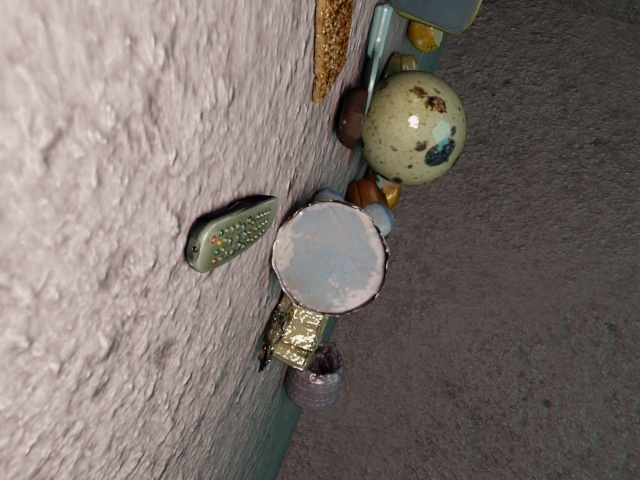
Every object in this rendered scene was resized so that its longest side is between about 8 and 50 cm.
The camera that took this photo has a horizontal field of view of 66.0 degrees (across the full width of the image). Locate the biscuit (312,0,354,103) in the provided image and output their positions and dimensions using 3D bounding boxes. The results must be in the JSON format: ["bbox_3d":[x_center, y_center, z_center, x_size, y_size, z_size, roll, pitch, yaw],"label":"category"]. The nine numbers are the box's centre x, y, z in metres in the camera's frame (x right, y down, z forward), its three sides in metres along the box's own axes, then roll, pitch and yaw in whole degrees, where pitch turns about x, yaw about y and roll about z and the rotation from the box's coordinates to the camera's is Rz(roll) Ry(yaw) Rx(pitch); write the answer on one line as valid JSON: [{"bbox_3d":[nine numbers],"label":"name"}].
[{"bbox_3d":[0.023,-0.336,0.776,0.231,0.025,0.131,94,19,-61],"label":"biscuit"}]

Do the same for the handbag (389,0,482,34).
[{"bbox_3d":[0.282,-0.614,1.060,0.241,0.222,0.263,-66,172,-45],"label":"handbag"}]

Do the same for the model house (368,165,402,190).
[{"bbox_3d":[0.238,-0.294,1.661,0.172,0.166,0.183,-115,-159,-50],"label":"model house"}]

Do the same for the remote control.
[{"bbox_3d":[-0.110,-0.018,0.660,0.222,0.042,0.072,-43,152,-67],"label":"remote control"}]

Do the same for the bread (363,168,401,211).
[{"bbox_3d":[0.246,-0.189,1.970,0.344,0.148,0.195,65,47,-77],"label":"bread"}]

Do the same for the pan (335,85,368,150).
[{"bbox_3d":[0.057,-0.251,1.068,0.202,0.048,0.128,117,-14,-73],"label":"pan"}]

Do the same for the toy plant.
[{"bbox_3d":[0.045,0.005,1.084,0.332,0.247,0.247,-46,155,-75],"label":"toy plant"}]

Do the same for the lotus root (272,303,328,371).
[{"bbox_3d":[-0.049,0.223,1.300,0.138,0.119,0.235,89,22,-65],"label":"lotus root"}]

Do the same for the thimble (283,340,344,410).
[{"bbox_3d":[-0.015,0.476,1.768,0.236,0.205,0.172,-48,156,-63],"label":"thimble"}]

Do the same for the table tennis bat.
[{"bbox_3d":[0.113,-0.390,1.083,0.153,0.040,0.244,-88,-171,-60],"label":"table tennis bat"}]

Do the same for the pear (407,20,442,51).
[{"bbox_3d":[0.322,-0.662,1.538,0.141,0.104,0.141,2,90,-64],"label":"pear"}]

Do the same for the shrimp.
[{"bbox_3d":[-0.098,0.153,1.110,0.198,0.051,0.262,88,21,-51],"label":"shrimp"}]

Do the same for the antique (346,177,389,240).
[{"bbox_3d":[0.155,-0.074,1.629,0.224,0.129,0.278,-102,-177,-49],"label":"antique"}]

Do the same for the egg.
[{"bbox_3d":[0.238,-0.289,1.290,0.379,0.287,0.288,-10,120,-81],"label":"egg"}]

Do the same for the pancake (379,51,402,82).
[{"bbox_3d":[0.206,-0.464,1.483,0.199,0.021,0.199,-55,158,-36],"label":"pancake"}]

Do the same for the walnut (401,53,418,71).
[{"bbox_3d":[0.272,-0.548,1.569,0.092,0.092,0.092,21,90,-81],"label":"walnut"}]
